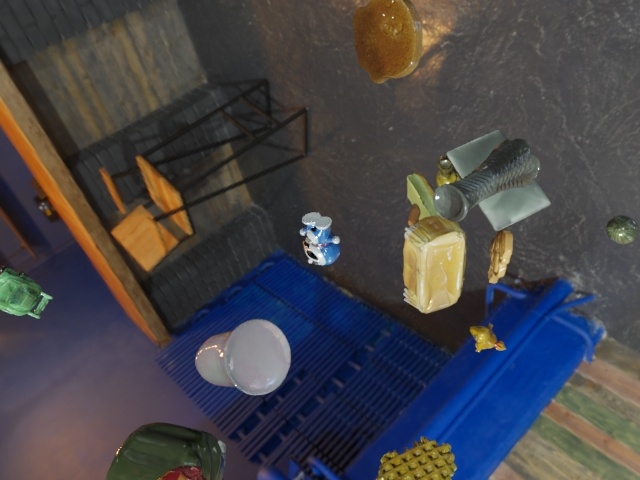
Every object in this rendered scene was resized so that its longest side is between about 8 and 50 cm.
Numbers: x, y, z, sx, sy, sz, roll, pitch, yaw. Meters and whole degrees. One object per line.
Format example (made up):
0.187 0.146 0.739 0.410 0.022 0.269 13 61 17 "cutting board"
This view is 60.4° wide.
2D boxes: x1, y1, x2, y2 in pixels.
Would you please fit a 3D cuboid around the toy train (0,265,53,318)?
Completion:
-0.687 0.124 1.250 0.081 0.099 0.149 28 165 5 "toy train"

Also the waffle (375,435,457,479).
0.323 0.771 1.863 0.291 0.291 0.051 20 131 50 "waffle"

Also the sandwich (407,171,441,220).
0.395 -0.107 2.015 0.212 0.063 0.245 67 180 -67 "sandwich"

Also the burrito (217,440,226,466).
-0.321 0.698 1.669 0.203 0.064 0.064 -89 -25 -63 "burrito"

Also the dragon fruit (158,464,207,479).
-0.248 0.449 0.873 0.094 0.191 0.094 20 156 9 "dragon fruit"

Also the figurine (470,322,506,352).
0.626 0.368 2.043 0.122 0.121 0.176 27 175 37 "figurine"

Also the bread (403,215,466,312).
0.275 0.056 1.349 0.107 0.136 0.241 -125 21 -51 "bread"

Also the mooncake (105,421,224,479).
-0.329 0.571 1.183 0.187 0.352 0.352 4 138 13 "mooncake"

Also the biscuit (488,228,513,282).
0.514 0.040 1.581 0.040 0.144 0.236 0 163 9 "biscuit"

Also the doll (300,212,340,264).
0.000 0.000 2.330 0.215 0.161 0.257 31 153 36 "doll"

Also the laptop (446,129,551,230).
0.497 -0.174 1.541 0.269 0.187 0.015 62 171 18 "laptop"

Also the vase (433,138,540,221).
0.327 -0.116 1.094 0.115 0.237 0.116 31 137 35 "vase"

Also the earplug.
-0.225 0.295 1.378 0.301 0.172 0.172 -19 108 53 "earplug"

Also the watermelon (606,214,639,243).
0.801 -0.029 1.459 0.078 0.078 0.110 37 -169 30 "watermelon"

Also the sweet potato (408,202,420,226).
0.305 -0.067 1.791 0.044 0.179 0.044 6 134 6 "sweet potato"

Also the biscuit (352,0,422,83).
0.214 -0.647 1.754 0.257 0.049 0.273 -16 88 49 "biscuit"

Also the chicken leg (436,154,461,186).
0.394 -0.182 1.670 0.088 0.103 0.227 6 166 19 "chicken leg"
